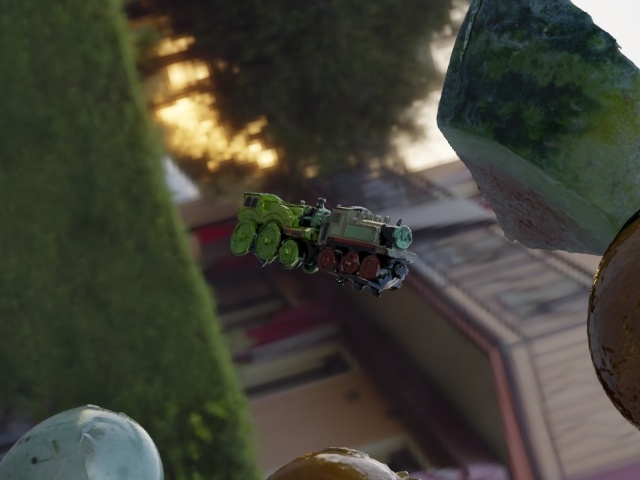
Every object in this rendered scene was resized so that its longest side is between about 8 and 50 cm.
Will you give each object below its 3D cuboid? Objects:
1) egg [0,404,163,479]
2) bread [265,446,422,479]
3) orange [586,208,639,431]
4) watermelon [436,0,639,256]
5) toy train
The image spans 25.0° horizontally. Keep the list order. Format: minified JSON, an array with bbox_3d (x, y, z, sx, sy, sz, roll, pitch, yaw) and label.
[{"bbox_3d":[-0.213,0.208,1.233,0.131,0.164,0.131,-12,90,-69],"label":"egg"},{"bbox_3d":[-0.027,0.404,1.503,0.183,0.236,0.388,52,54,-40],"label":"bread"},{"bbox_3d":[0.274,0.052,0.952,0.206,0.206,0.206,164,-90,-84],"label":"orange"},{"bbox_3d":[0.248,-0.116,1.399,0.310,0.193,0.232,40,-22,7],"label":"watermelon"},{"bbox_3d":[0.000,0.000,1.441,0.250,0.053,0.085,13,-96,50],"label":"toy train"}]
